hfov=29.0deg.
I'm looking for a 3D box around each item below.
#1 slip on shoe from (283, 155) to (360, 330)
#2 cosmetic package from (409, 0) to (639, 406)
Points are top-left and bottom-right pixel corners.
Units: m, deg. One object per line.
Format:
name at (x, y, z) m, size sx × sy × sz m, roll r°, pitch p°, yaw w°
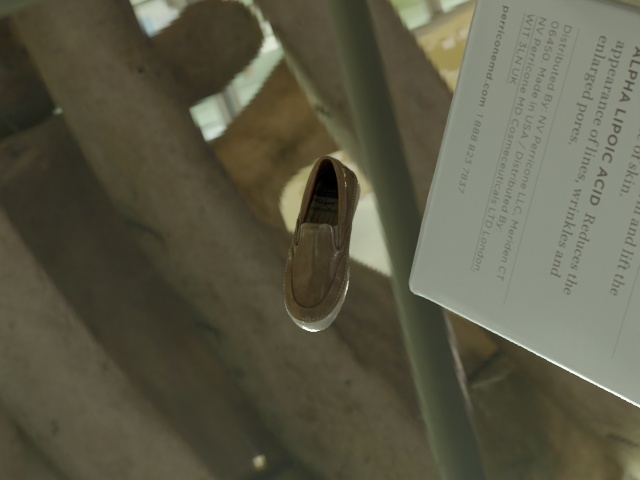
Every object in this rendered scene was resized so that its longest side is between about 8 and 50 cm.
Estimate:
slip on shoe at (0.000, 0.000, 0.932) m, size 0.051 × 0.041 × 0.135 m, roll 7°, pitch -114°, yaw 21°
cosmetic package at (0.253, 0.013, 0.485) m, size 0.385 × 0.156 × 0.217 m, roll 25°, pitch -158°, yaw 37°
